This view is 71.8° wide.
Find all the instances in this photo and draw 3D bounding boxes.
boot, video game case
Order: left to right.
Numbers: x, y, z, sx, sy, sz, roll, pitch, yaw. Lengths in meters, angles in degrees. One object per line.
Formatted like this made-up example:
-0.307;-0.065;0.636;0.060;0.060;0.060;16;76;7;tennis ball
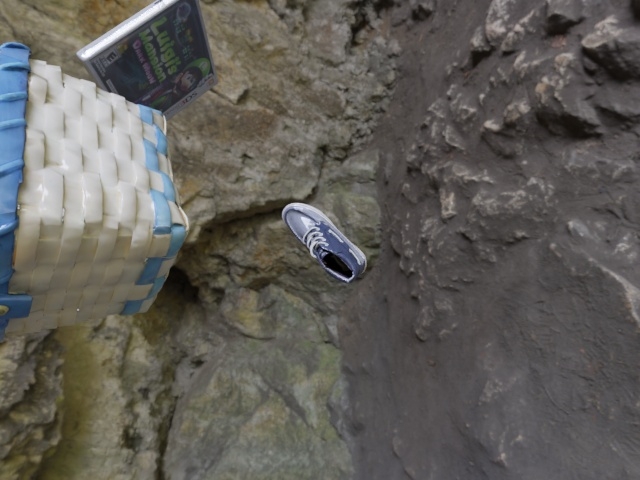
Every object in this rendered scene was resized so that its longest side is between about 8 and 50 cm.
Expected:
-0.231;-0.244;0.634;0.173;0.022;0.190;-44;-11;-16;video game case
0.000;0.000;0.793;0.069;0.190;0.086;-56;-8;17;boot

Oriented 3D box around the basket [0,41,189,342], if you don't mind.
-0.274;-0.037;0.364;0.201;0.289;0.254;-49;45;34;basket
